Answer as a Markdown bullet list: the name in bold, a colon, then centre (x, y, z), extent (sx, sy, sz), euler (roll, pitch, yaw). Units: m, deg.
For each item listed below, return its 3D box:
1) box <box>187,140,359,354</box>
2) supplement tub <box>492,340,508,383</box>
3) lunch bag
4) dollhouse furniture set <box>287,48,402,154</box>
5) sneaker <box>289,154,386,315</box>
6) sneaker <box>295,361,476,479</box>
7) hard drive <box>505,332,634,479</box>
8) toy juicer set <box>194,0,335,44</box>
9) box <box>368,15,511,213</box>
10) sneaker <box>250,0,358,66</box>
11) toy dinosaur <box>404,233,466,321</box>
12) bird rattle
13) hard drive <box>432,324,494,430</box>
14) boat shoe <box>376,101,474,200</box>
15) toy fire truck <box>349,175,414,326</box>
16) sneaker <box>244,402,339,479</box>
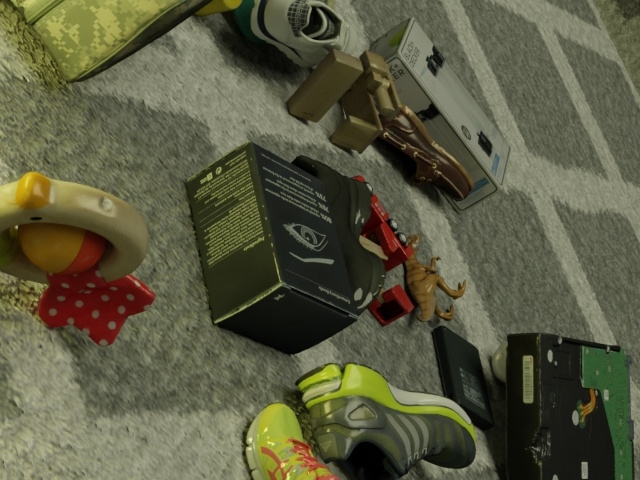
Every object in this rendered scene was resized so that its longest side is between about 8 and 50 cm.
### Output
- **box**: centre (-0.058, 0.011, 1.822), extent (0.153, 0.108, 0.207), euler (28, 40, -47)
- **supplement tub**: centre (0.315, 0.196, 2.318), extent (0.107, 0.071, 0.071), euler (30, 38, -46)
- **lunch bag**: centre (-0.243, -0.354, 1.762), extent (0.256, 0.213, 0.305), euler (56, 26, -8)
- **dollhouse furniture set**: centre (0.028, -0.234, 2.218), extent (0.151, 0.144, 0.123), euler (17, 42, -34)
- **sneaker**: centre (0.000, 0.000, 1.963), extent (0.130, 0.109, 0.286), euler (34, 26, -30)
- **sneaker**: centre (0.083, 0.245, 1.853), extent (0.300, 0.111, 0.121), euler (23, 53, -42)
- **hard drive**: centre (0.373, 0.265, 2.268), extent (0.339, 0.064, 0.236), euler (11, 77, -55)
- **toy juicer set**: centre (-0.073, -0.383, 2.187), extent (0.329, 0.090, 0.209), euler (19, 77, -55)
- **box**: centre (0.189, -0.206, 2.498), extent (0.290, 0.087, 0.169), euler (51, 27, -15)
- **sneaker**: centre (-0.001, -0.291, 2.142), extent (0.235, 0.095, 0.090), euler (6, 91, -59)
- **toy dinosaur**: centre (0.151, 0.078, 2.189), extent (0.112, 0.064, 0.211), euler (23, 31, -24)
- **bird rattle**: centre (-0.248, 0.012, 1.410), extent (0.253, 0.207, 0.143), euler (30, 56, -29)
- **hard drive**: centre (0.204, 0.195, 2.180), extent (0.094, 0.022, 0.135), euler (34, 36, -40)
- **boat shoe**: centre (0.155, -0.125, 2.389), extent (0.207, 0.073, 0.073), euler (43, 68, -23)
- **toy fire truck**: centre (0.070, 0.011, 2.113), extent (0.192, 0.047, 0.135), euler (56, 28, -5)
- **sneaker**: centre (-0.018, 0.261, 1.648), extent (0.081, 0.094, 0.208), euler (29, 38, -43)
